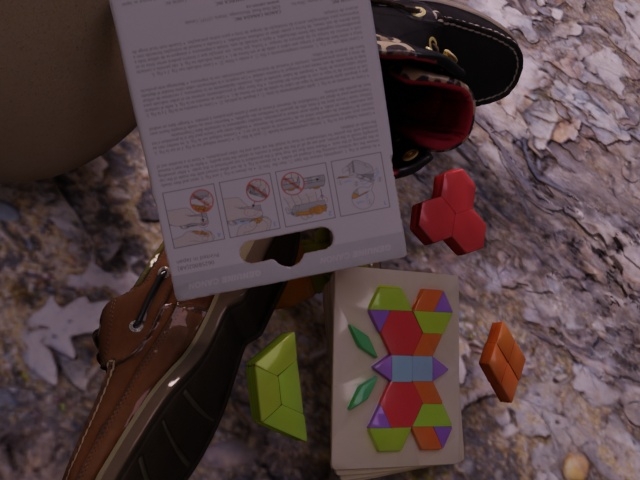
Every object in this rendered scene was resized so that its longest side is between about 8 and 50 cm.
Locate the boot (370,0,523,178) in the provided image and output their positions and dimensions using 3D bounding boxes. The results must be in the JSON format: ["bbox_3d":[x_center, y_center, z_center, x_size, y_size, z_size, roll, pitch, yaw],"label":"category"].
[{"bbox_3d":[0.075,-0.160,0.908,0.377,0.138,0.284,8,24,-21],"label":"boot"}]

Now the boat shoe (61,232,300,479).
[{"bbox_3d":[-0.126,0.093,0.741,0.104,0.110,0.307,18,55,18],"label":"boat shoe"}]

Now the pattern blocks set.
[{"bbox_3d":[0.068,0.110,0.798,0.285,0.026,0.324,-12,90,-32],"label":"pattern blocks set"}]

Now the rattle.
[{"bbox_3d":[0.000,0.000,0.911,0.130,0.143,0.199,54,24,-31],"label":"rattle"}]

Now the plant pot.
[{"bbox_3d":[-0.265,-0.212,0.733,0.284,0.191,0.284,2,67,-5],"label":"plant pot"}]

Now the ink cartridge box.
[{"bbox_3d":[-0.045,-0.088,0.709,0.189,0.066,0.232,-11,106,-3],"label":"ink cartridge box"}]
